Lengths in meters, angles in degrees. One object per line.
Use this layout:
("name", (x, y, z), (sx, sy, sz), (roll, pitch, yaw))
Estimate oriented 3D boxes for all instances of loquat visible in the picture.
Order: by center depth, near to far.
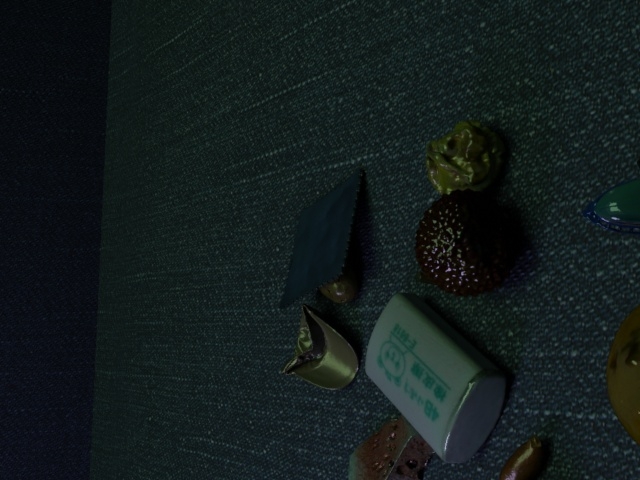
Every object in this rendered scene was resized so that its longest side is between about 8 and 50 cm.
("loquat", (0.472, 0.170, 1.141), (0.244, 0.244, 0.244), (-13, 75, 56))

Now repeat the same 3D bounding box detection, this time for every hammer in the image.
("hammer", (0.195, 0.032, 1.766), (0.019, 0.035, 0.110), (-44, 42, 47))

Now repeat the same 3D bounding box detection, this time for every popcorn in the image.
("popcorn", (0.254, -0.139, 1.621), (0.145, 0.126, 0.125), (-45, 73, 25))

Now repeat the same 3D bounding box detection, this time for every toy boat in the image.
("toy boat", (0.460, -0.045, 1.304), (0.175, 0.110, 0.091), (-8, 76, 14))

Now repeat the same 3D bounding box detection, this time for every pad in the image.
("pad", (0.000, 0.000, 2.010), (0.269, 0.012, 0.269), (-31, 41, 52))

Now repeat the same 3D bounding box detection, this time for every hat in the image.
("hat", (0.014, 0.236, 2.002), (0.173, 0.144, 0.166), (22, 107, 11))

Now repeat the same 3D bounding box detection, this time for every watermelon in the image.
("watermelon", (0.141, 0.417, 1.755), (0.241, 0.094, 0.154), (-58, 31, 33))

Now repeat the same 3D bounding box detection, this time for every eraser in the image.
("eraser", (0.200, 0.241, 1.658), (0.290, 0.104, 0.189), (43, 125, 52))

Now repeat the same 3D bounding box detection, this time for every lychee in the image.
("lychee", (0.241, 0.007, 1.562), (0.188, 0.188, 0.188), (-13, 75, 56))

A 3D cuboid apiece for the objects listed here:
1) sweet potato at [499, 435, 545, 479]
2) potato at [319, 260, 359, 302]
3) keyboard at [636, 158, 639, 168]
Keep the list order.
("sweet potato", (0.317, 0.395, 1.499), (0.056, 0.056, 0.195), (46, 128, 50))
("potato", (0.031, 0.078, 1.975), (0.138, 0.070, 0.091), (47, 123, 50))
("keyboard", (0.507, -0.122, 1.237), (0.155, 0.010, 0.053), (-27, 57, 16))
